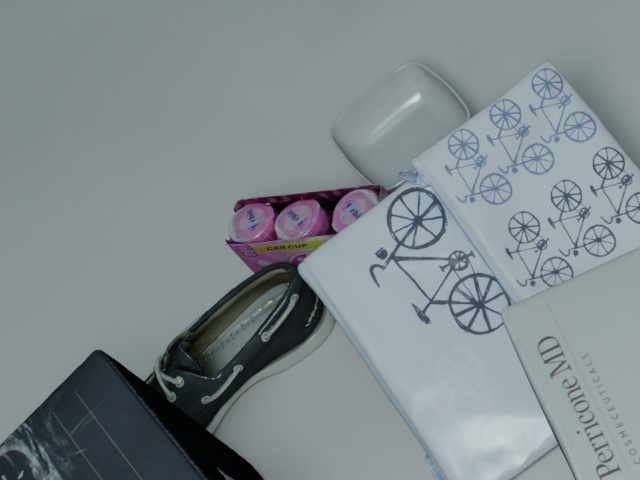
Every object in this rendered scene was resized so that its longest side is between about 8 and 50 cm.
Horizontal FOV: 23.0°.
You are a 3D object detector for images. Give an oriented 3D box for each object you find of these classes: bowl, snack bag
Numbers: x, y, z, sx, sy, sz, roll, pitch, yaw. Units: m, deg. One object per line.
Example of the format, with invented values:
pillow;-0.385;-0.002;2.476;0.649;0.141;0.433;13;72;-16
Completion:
bowl;0.097;-0.116;1.754;0.142;0.053;0.142;-40;47;2
snack bag;0.180;0.041;1.532;0.342;0.037;0.323;-36;71;5

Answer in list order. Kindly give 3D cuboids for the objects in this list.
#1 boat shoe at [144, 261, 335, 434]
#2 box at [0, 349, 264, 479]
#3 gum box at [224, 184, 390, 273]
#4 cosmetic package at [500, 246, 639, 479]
boat shoe;-0.126;0.133;1.691;0.302;0.091;0.114;-42;48;-1
box;-0.178;0.443;1.383;0.472;0.297;0.480;-46;48;-2
gum box;0.000;0.000;1.696;0.188;0.107;0.062;-5;57;29
cosmetic package;0.409;0.085;1.313;0.453;0.161;0.230;-26;45;5
